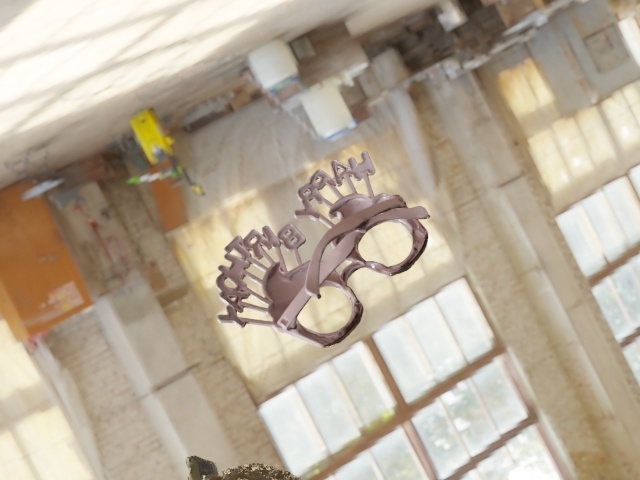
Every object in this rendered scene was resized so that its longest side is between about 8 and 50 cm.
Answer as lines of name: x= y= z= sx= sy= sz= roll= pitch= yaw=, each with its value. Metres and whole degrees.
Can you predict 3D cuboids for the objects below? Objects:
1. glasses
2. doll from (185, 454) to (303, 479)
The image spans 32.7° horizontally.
glasses: x=-0.004 y=0.001 z=1.129 sx=0.255 sy=0.162 sz=0.095 roll=-44 pitch=149 yaw=-22
doll: x=-0.048 y=0.227 z=0.840 sx=0.115 sy=0.105 sz=0.221 roll=4 pitch=176 yaw=-29
